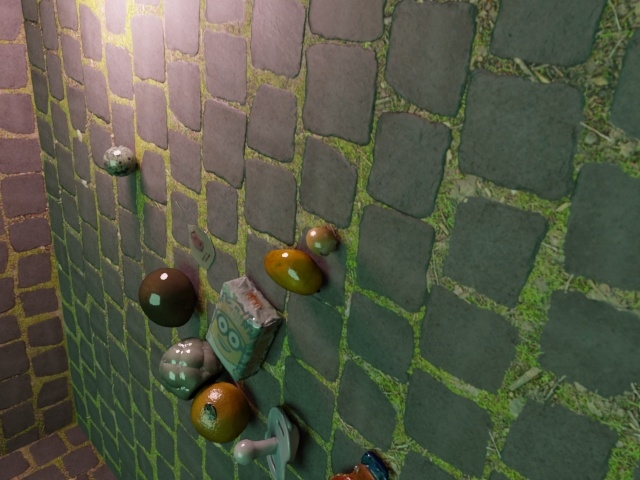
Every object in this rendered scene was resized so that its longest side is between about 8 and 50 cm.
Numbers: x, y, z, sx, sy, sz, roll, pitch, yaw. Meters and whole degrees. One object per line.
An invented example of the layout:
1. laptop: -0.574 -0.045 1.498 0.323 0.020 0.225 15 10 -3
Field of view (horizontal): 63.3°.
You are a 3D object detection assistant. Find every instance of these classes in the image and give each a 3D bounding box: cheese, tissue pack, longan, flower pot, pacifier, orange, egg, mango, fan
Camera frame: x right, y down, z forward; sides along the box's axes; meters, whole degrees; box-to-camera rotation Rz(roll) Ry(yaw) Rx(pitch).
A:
1. cheese: 0.107 0.790 1.589 0.217 0.129 0.329 41 118 34
2. tissue pack: -0.276 0.312 1.831 0.228 0.128 0.310 46 130 26
3. longan: -0.609 0.232 2.090 0.248 0.248 0.248 18 116 42
4. flower pot: -0.516 0.504 2.066 0.195 0.246 0.246 47 133 14
5. pacifier: -0.195 0.711 1.814 0.238 0.226 0.287 55 138 45
6. orange: -0.385 0.659 1.998 0.236 0.236 0.236 18 116 42
7. egg: -0.860 -0.340 2.222 0.172 0.132 0.132 20 118 53
8. egg: 0.000 0.000 1.463 0.096 0.080 0.080 50 134 36
9. mango: -0.089 0.086 1.567 0.227 0.109 0.147 23 143 40
10. fan: -0.502 -0.032 2.037 0.310 0.010 0.182 57 136 16
